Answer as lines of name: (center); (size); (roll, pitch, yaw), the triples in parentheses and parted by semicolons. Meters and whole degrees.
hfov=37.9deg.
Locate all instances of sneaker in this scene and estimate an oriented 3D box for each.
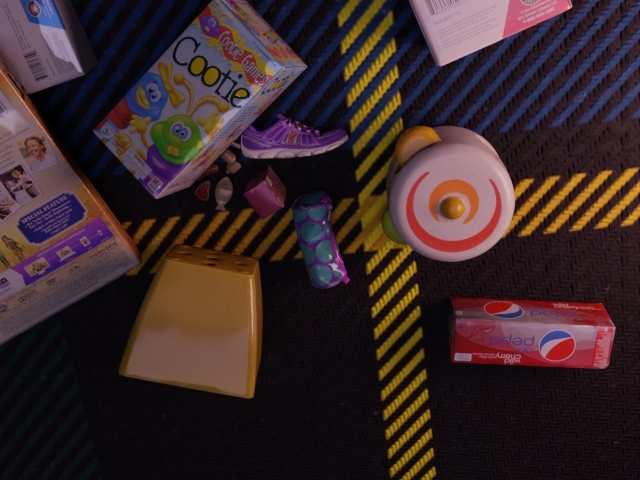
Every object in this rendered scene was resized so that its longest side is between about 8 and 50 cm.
sneaker: (-0.041, -0.165, 1.459); (0.170, 0.068, 0.071); (-3, 98, -1)

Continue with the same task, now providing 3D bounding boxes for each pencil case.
pencil case: (0.000, 0.000, 1.523); (0.070, 0.064, 0.152); (-1, 115, 30)

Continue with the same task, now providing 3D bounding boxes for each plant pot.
plant pot: (-0.191, 0.118, 1.512); (0.212, 0.212, 0.187); (11, 100, -2)

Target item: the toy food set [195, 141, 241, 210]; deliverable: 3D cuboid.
toy food set: (-0.171, -0.113, 1.508); (0.078, 0.019, 0.122); (20, 116, -6)

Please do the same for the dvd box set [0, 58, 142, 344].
dvd box set: (-0.516, -0.050, 1.434); (0.307, 0.062, 0.420); (-31, 124, 0)

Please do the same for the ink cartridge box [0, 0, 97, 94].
ink cartridge box: (-0.466, -0.296, 1.407); (0.203, 0.086, 0.148); (-16, 112, 9)

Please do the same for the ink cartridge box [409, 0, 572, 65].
ink cartridge box: (0.203, -0.423, 1.313); (0.207, 0.117, 0.283); (-22, 110, 11)

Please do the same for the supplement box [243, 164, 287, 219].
supplement box: (-0.087, -0.077, 1.484); (0.043, 0.083, 0.055); (-32, 107, 14)

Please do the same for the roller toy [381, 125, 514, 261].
roller toy: (0.199, -0.073, 1.441); (0.191, 0.146, 0.209); (6, 112, -1)

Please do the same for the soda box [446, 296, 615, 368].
soda box: (0.347, 0.154, 1.558); (0.263, 0.092, 0.083); (3, 112, 1)

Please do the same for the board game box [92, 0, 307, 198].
board game box: (-0.177, -0.213, 1.386); (0.275, 0.144, 0.142); (-43, 89, 17)
